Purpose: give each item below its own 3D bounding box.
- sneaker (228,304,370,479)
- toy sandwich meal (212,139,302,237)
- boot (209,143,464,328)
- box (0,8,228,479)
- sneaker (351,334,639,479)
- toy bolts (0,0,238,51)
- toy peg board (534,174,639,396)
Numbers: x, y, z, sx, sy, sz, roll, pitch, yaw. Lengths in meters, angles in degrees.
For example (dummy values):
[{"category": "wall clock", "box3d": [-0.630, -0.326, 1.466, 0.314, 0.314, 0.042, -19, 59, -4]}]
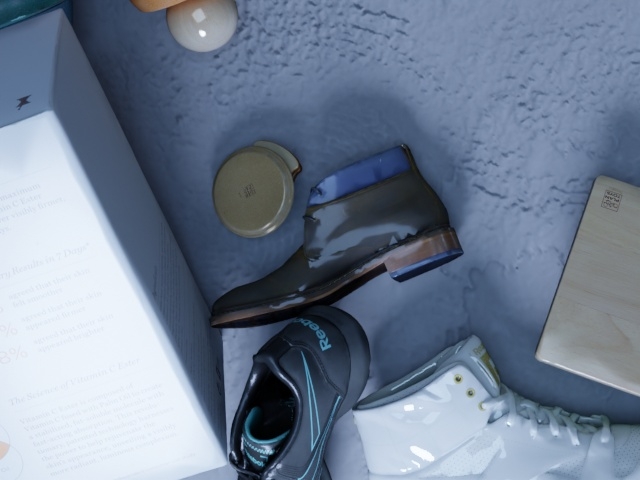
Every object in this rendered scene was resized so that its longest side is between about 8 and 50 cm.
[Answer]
[{"category": "sneaker", "box3d": [-0.040, 0.180, 1.364, 0.101, 0.106, 0.267, 23, 114, 29]}, {"category": "toy sandwich meal", "box3d": [-0.053, -0.043, 1.399, 0.085, 0.029, 0.086, -1, 87, 24]}, {"category": "boot", "box3d": [0.000, 0.000, 1.389, 0.219, 0.082, 0.106, -19, 81, 0]}, {"category": "box", "box3d": [-0.231, 0.032, 1.289, 0.215, 0.168, 0.345, -18, 123, 7]}, {"category": "sneaker", "box3d": [0.172, 0.154, 1.366, 0.292, 0.108, 0.169, -15, 98, 8]}, {"category": "toy bolts", "box3d": [-0.190, -0.191, 1.329, 0.228, 0.218, 0.158, -14, 109, 25]}, {"category": "toy peg board", "box3d": [0.274, 0.052, 1.372, 0.161, 0.079, 0.161, 20, 82, 2]}]
